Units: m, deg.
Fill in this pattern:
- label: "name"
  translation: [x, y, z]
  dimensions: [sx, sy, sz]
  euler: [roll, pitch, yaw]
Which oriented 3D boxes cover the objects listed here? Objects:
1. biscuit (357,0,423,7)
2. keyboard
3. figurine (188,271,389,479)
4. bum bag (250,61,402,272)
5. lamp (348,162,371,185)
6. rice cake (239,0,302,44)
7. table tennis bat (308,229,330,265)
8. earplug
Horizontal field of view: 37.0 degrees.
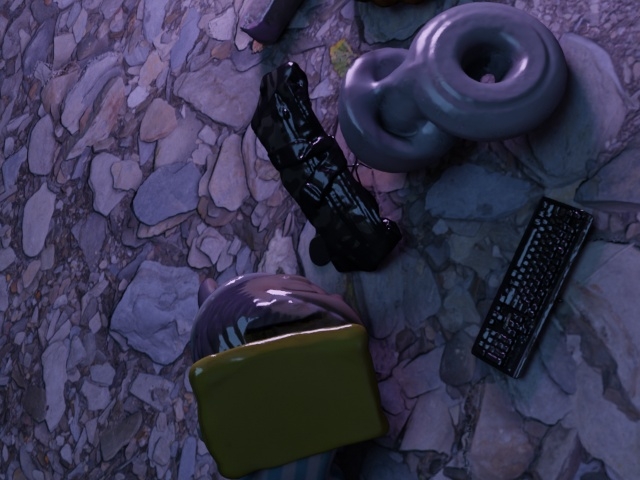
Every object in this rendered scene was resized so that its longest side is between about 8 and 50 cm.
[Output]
- label: "biscuit"
  translation: [0.116, -0.524, 1.467]
  dimensions: [0.325, 0.107, 0.326]
  euler: [-1, 89, 33]
- label: "keyboard"
  translation: [0.270, 0.059, 1.226]
  dimensions: [0.093, 0.025, 0.230]
  euler: [27, 95, 46]
- label: "figurine"
  translation: [-0.061, 0.205, 1.399]
  dimensions: [0.378, 0.266, 0.362]
  euler: [-109, 22, -68]
- label: "bum bag"
  translation: [-0.006, -0.101, 1.423]
  dimensions: [0.144, 0.095, 0.340]
  euler: [-38, 80, 42]
- label: "lamp"
  translation: [0.021, -0.111, 1.484]
  dimensions: [0.121, 0.054, 0.041]
  euler: [14, 66, 37]
- label: "rice cake"
  translation: [-0.007, -0.508, 1.631]
  dimensions: [0.399, 0.070, 0.064]
  euler: [-55, 52, 14]
- label: "table tennis bat"
  translation: [0.000, 0.000, 1.497]
  dimensions: [0.050, 0.007, 0.083]
  euler: [-26, 62, 34]
- label: "earplug"
  translation: [0.173, -0.201, 1.315]
  dimensions: [0.325, 0.175, 0.214]
  euler: [-18, 60, 26]
